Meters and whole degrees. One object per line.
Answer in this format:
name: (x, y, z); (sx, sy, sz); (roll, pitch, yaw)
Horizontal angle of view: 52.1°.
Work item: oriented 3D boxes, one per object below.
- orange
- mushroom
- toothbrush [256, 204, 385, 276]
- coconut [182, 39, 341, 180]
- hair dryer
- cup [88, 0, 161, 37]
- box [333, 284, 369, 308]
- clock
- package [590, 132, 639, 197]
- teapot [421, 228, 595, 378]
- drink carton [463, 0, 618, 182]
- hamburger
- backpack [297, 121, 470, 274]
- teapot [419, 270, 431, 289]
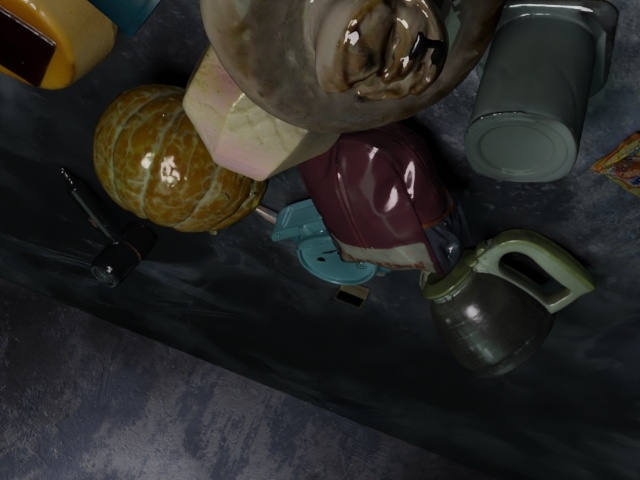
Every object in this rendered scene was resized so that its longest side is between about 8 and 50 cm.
orange: (-0.255, -0.149, 1.212); (0.329, 0.249, 0.329); (18, -165, -5)
mushroom: (0.047, -0.263, 0.741); (0.362, 0.294, 0.362); (-10, 144, -7)
toothbrush: (0.000, 0.000, 1.600); (0.375, 0.028, 0.037); (27, 147, -10)
coconut: (-0.075, -0.222, 1.013); (0.259, 0.259, 0.259); (17, 153, 9)
hair dryer: (-0.631, -0.048, 1.839); (0.107, 0.189, 0.352); (-5, 129, 39)
cup: (-0.259, -0.437, 0.756); (0.292, 0.242, 0.308); (37, 160, -23)
box: (0.084, 0.147, 1.798); (0.079, 0.035, 0.083); (21, 152, 1)
clock: (0.044, 0.015, 1.493); (0.223, 0.094, 0.274); (-14, 133, 39)
package: (0.502, -0.111, 1.029); (0.121, 0.031, 0.108); (27, 153, -11)
teapot: (0.357, 0.129, 1.363); (0.239, 0.239, 0.321); (44, 153, -13)
drink carton: (0.289, -0.189, 0.882); (0.185, 0.189, 0.191); (6, 150, 18)
hamburger: (-0.479, -0.392, 1.072); (0.300, 0.176, 0.300); (16, 151, 9)
backpack: (0.101, -0.091, 1.185); (0.283, 0.197, 0.317); (0, 135, 36)
teapot: (0.253, 0.083, 1.508); (0.057, 0.083, 0.067); (30, 150, -26)
